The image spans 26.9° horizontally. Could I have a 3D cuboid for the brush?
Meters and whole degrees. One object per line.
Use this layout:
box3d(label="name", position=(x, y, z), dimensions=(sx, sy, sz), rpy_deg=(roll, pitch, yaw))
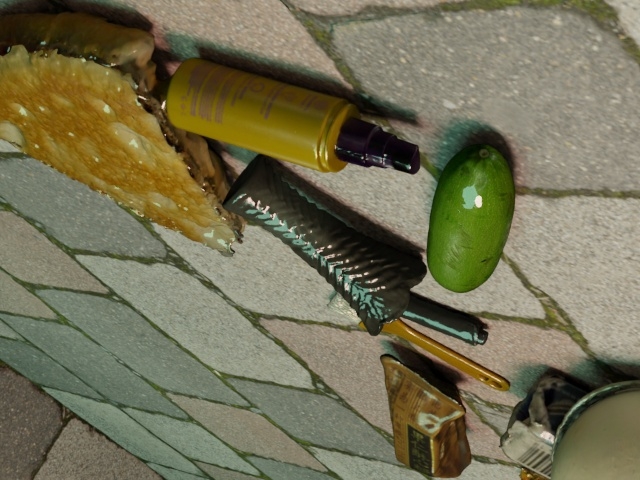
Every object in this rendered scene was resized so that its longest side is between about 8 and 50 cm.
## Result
box3d(label="brush", position=(0.138, 0.138, 1.818), dimensions=(0.272, 0.013, 0.103), rpy_deg=(28, 159, -2))

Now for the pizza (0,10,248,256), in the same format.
box3d(label="pizza", position=(-0.260, -0.157, 1.549), dimensions=(0.435, 0.080, 0.392), rpy_deg=(27, 159, 0))

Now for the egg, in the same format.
box3d(label="egg", position=(0.385, 0.323, 1.560), dimensions=(0.264, 0.174, 0.286), rpy_deg=(14, 126, 16))

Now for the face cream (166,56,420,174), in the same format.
box3d(label="face cream", position=(-0.024, -0.117, 1.349), dimensions=(0.273, 0.078, 0.078), rpy_deg=(18, 156, 24))

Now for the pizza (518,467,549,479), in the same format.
box3d(label="pizza", position=(0.364, 0.411, 2.112), dimensions=(0.134, 0.046, 0.175), rpy_deg=(27, 159, 2))

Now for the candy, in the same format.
box3d(label="candy", position=(0.159, 0.260, 1.959), dimensions=(0.143, 0.101, 0.271), rpy_deg=(25, 153, 24))

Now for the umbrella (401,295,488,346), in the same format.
box3d(label="umbrella", position=(0.149, 0.098, 1.689), dimensions=(0.133, 0.031, 0.036), rpy_deg=(21, 159, 15))

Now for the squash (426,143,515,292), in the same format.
box3d(label="squash", position=(0.151, -0.009, 1.374), dimensions=(0.082, 0.082, 0.292), rpy_deg=(24, 158, 11))

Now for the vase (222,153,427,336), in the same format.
box3d(label="vase", position=(0.000, 0.000, 1.561), dimensions=(0.237, 0.115, 0.115), rpy_deg=(36, 158, -13))

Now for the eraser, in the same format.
box3d(label="eraser", position=(0.401, 0.291, 1.725), dimensions=(0.332, 0.101, 0.155), rpy_deg=(26, 157, 4))
